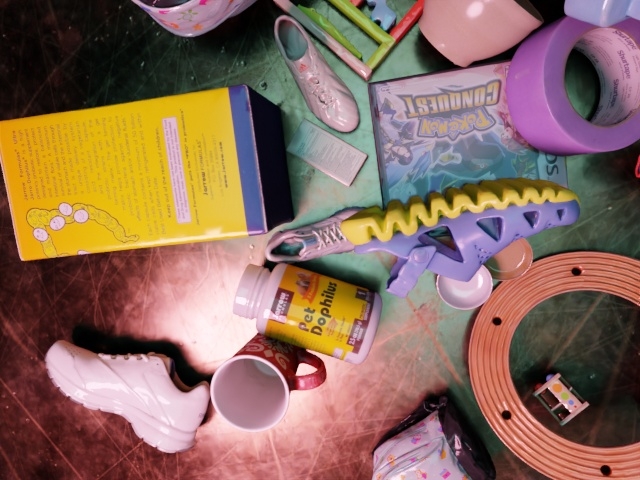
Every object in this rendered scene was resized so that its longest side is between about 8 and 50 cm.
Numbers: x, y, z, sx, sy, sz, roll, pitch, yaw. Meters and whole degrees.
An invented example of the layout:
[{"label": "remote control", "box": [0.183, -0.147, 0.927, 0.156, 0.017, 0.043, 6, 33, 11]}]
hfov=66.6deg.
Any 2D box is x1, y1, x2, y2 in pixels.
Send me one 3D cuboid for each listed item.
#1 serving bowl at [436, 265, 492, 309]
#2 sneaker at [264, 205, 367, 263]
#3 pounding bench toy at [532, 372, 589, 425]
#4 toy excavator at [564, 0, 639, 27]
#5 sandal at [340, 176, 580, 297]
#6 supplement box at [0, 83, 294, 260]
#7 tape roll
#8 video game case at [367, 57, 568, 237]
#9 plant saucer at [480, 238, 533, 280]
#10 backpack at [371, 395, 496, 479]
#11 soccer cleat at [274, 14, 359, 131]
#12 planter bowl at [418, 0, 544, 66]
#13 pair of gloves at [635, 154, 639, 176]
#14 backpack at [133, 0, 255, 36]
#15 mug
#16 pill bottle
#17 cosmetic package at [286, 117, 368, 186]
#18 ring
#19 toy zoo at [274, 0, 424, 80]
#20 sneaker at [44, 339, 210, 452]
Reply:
[{"label": "serving bowl", "box": [0.225, 0.065, 0.767, 0.084, 0.027, 0.083, 3, 104, 12]}, {"label": "sneaker", "box": [0.000, 0.000, 0.764, 0.191, 0.083, 0.071, -19, 93, 8]}, {"label": "pounding bench toy", "box": [0.374, 0.246, 0.764, 0.052, 0.083, 0.065, -43, 59, 8]}, {"label": "toy excavator", "box": [0.403, -0.276, 0.471, 0.223, 0.445, 0.432, -26, 138, -21]}, {"label": "sandal", "box": [0.195, -0.005, 0.690, 0.318, 0.126, 0.138, -12, 100, 17]}, {"label": "supplement box", "box": [-0.240, -0.093, 0.727, 0.357, 0.194, 0.195, -6, 96, 9]}, {"label": "tape roll", "box": [0.357, -0.211, 0.660, 0.189, 0.080, 0.188, -1, 94, -12]}, {"label": "video game case", "box": [0.223, -0.135, 0.740, 0.275, 0.035, 0.248, -7, 97, 8]}, {"label": "plant saucer", "box": [0.283, 0.022, 0.754, 0.084, 0.015, 0.083, 8, 114, 17]}, {"label": "backpack", "box": [0.165, 0.356, 0.772, 0.182, 0.115, 0.151, -33, 95, 13]}, {"label": "soccer cleat", "box": [-0.011, -0.248, 0.736, 0.068, 0.076, 0.196, -34, 92, 10]}, {"label": "planter bowl", "box": [0.205, -0.313, 0.671, 0.162, 0.162, 0.109, 46, 127, 0]}, {"label": "pair of gloves", "box": [0.487, -0.159, 0.661, 0.159, 0.023, 0.198, 1, 104, -37]}, {"label": "backpack", "box": [-0.172, -0.421, 0.676, 0.254, 0.191, 0.225, -40, 88, 3]}, {"label": "mug", "box": [-0.071, 0.209, 0.756, 0.150, 0.169, 0.113, 20, 99, 4]}, {"label": "pill bottle", "box": [-0.021, 0.106, 0.757, 0.215, 0.117, 0.117, 17, 99, 1]}, {"label": "cosmetic package", "box": [0.012, -0.137, 0.765, 0.115, 0.041, 0.060, 32, 101, 3]}, {"label": "ring", "box": [0.391, 0.181, 0.707, 0.337, 0.032, 0.336, -6, 75, 22]}, {"label": "toy zoo", "box": [0.092, -0.417, 0.723, 0.192, 0.030, 0.293, 41, 101, 1]}, {"label": "sneaker", "box": [-0.325, 0.241, 0.842, 0.297, 0.111, 0.129, 27, 84, -1]}]
